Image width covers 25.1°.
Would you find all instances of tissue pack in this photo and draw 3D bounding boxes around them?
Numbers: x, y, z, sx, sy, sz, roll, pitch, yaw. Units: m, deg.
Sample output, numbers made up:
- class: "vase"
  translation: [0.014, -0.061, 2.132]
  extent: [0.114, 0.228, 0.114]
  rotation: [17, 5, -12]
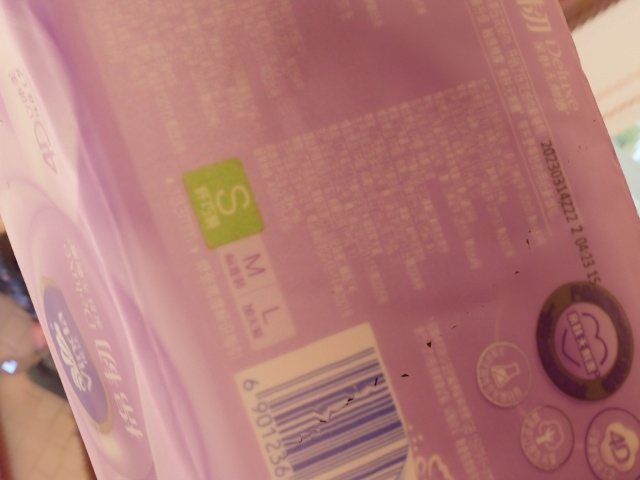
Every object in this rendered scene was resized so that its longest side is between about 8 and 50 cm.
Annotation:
- class: "tissue pack"
  translation: [0.000, 0.000, 0.624]
  extent: [0.242, 0.338, 0.160]
  rotation: [-19, -2, -27]
